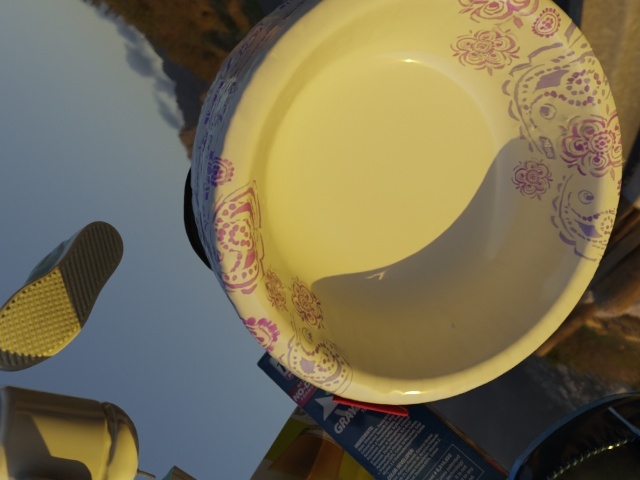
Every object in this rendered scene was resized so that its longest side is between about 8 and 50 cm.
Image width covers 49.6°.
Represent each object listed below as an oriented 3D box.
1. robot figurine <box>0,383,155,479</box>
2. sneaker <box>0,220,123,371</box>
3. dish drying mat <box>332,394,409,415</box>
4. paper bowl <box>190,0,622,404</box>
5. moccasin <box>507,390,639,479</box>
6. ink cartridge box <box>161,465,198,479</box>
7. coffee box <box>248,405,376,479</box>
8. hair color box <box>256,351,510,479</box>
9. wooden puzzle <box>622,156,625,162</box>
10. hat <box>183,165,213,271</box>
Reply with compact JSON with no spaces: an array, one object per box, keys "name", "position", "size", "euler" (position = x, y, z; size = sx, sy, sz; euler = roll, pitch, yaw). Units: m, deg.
[{"name":"robot figurine","position":[-0.463,0.361,1.180],"size":[0.353,0.199,0.300],"euler":[21,-172,-34]},{"name":"sneaker","position":[-0.509,0.117,1.303],"size":[0.135,0.150,0.366],"euler":[49,-142,-16]},{"name":"dish drying mat","position":[0.056,0.180,0.767],"size":[0.083,0.008,0.032],"euler":[11,-174,9]},{"name":"paper bowl","position":[0.051,-0.042,0.492],"size":[0.284,0.284,0.148],"euler":[48,175,-24]},{"name":"moccasin","position":[0.347,0.204,0.652],"size":[0.117,0.342,0.137],"euler":[-136,33,-66]},{"name":"ink cartridge box","position":[-0.303,0.595,1.499],"size":[0.109,0.062,0.209],"euler":[38,-170,-14]},{"name":"coffee box","position":[0.027,0.568,1.215],"size":[0.338,0.338,0.334],"euler":[18,-152,14]},{"name":"hair color box","position":[0.097,0.237,0.852],"size":[0.347,0.105,0.174],"euler":[38,175,28]},{"name":"wooden puzzle","position":[0.406,-0.130,0.989],"size":[0.049,0.006,0.083],"euler":[50,174,-9]},{"name":"hat","position":[-0.134,-0.104,1.153],"size":[0.331,0.331,0.134],"euler":[51,-169,28]}]
